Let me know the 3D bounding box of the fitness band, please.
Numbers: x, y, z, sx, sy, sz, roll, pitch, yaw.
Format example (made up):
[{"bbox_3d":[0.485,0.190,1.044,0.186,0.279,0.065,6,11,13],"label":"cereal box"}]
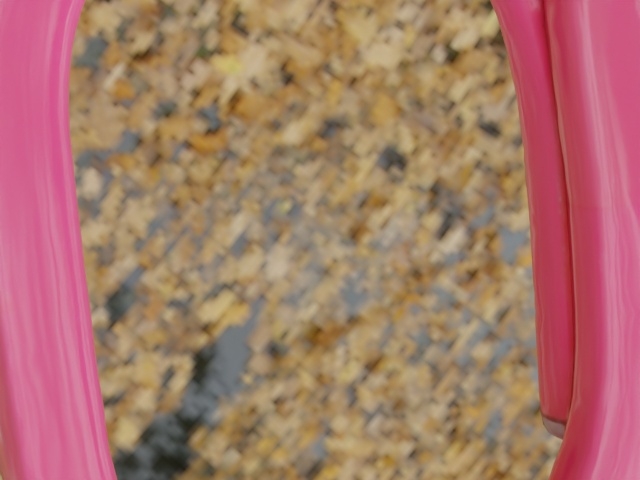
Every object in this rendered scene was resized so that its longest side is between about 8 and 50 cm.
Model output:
[{"bbox_3d":[0.000,0.000,0.578,0.209,0.054,0.291,-9,98,-18],"label":"fitness band"}]
